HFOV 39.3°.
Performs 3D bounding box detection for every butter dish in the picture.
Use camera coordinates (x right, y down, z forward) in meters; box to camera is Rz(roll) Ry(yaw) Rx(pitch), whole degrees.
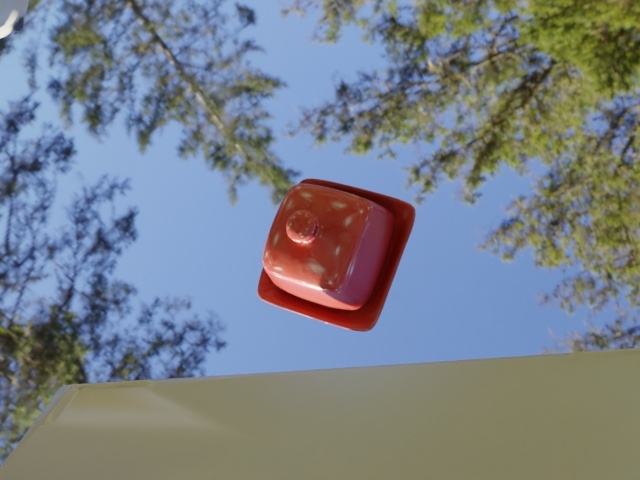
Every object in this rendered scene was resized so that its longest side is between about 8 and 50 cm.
[{"bbox_3d":[0.000,0.000,0.983,0.160,0.118,0.160,16,-101,27],"label":"butter dish"}]

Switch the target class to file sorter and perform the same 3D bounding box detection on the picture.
[{"bbox_3d":[0.022,0.160,0.339,0.277,0.173,0.193,-4,-166,3],"label":"file sorter"}]

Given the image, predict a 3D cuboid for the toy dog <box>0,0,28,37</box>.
[{"bbox_3d":[-0.461,-0.289,0.845,0.407,0.284,0.395,-4,-102,-14],"label":"toy dog"}]
